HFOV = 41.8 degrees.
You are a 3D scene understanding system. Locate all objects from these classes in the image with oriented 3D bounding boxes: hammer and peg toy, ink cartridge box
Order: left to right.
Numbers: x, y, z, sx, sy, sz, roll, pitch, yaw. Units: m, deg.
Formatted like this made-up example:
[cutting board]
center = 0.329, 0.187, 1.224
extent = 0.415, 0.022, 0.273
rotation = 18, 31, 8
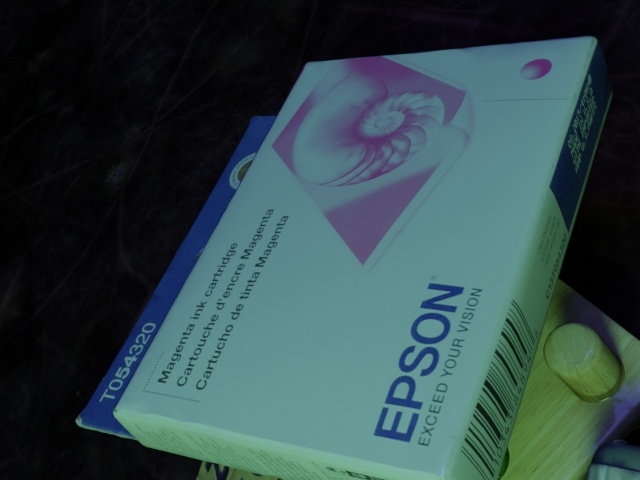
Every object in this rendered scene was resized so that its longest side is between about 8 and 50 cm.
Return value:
[ink cartridge box]
center = 0.000, 0.000, 0.581
extent = 0.330, 0.071, 0.324
rotation = 3, 54, 34
[hammer and peg toy]
center = 0.032, 0.145, 0.615
extent = 0.361, 0.127, 0.266
rotation = -47, 45, 3

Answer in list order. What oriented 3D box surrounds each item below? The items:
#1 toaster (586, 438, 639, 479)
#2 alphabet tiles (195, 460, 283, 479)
[toaster]
center = 0.236, 0.202, 0.429
extent = 0.227, 0.129, 0.146
rotation = 6, 71, 37
[alphabet tiles]
center = -0.038, 0.217, 0.564
extent = 0.198, 0.009, 0.237
rotation = 37, 113, 48
